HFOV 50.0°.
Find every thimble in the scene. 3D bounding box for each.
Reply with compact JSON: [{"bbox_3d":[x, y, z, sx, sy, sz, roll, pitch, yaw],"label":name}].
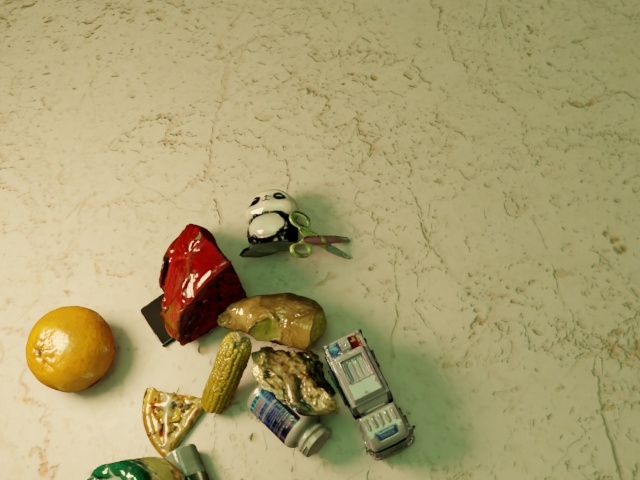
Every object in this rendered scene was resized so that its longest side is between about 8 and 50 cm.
[{"bbox_3d":[-0.397,0.617,1.485,0.254,0.167,0.288,-34,62,23],"label":"thimble"}]

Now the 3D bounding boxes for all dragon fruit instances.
[{"bbox_3d":[-0.307,0.098,1.777,0.302,0.240,0.330,-48,38,14],"label":"dragon fruit"}]

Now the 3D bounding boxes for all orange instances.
[{"bbox_3d":[-0.630,0.272,1.730,0.219,0.193,0.220,0,80,2],"label":"orange"}]

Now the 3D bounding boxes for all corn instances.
[{"bbox_3d":[-0.223,0.316,1.631,0.080,0.080,0.238,32,116,22],"label":"corn"}]

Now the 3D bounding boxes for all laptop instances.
[{"bbox_3d":[-0.368,0.177,1.823,0.197,0.016,0.135,-34,63,-9],"label":"laptop"}]

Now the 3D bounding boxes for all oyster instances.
[{"bbox_3d":[-0.056,0.313,1.589,0.222,0.214,0.083,22,106,-8],"label":"oyster"}]

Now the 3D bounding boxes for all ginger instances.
[{"bbox_3d":[-0.117,0.184,1.678,0.270,0.219,0.123,13,107,13],"label":"ginger"}]

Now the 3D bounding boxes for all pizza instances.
[{"bbox_3d":[-0.350,0.436,1.680,0.176,0.036,0.185,-14,63,3],"label":"pizza"}]

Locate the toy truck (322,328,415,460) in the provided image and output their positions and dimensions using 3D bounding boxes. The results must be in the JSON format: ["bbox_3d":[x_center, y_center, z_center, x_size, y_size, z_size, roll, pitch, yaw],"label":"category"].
[{"bbox_3d":[0.109,0.353,1.570,0.124,0.155,0.268,-26,63,-4],"label":"toy truck"}]

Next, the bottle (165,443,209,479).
[{"bbox_3d":[-0.272,0.607,1.557,0.082,0.082,0.286,-27,63,-4],"label":"bottle"}]

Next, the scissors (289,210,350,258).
[{"bbox_3d":[0.000,0.000,1.776,0.187,0.020,0.134,16,58,-29],"label":"scissors"}]

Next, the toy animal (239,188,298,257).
[{"bbox_3d":[-0.137,-0.051,1.820,0.165,0.138,0.179,-5,62,10],"label":"toy animal"}]

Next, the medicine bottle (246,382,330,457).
[{"bbox_3d":[-0.073,0.410,1.602,0.191,0.107,0.107,39,76,24],"label":"medicine bottle"}]
